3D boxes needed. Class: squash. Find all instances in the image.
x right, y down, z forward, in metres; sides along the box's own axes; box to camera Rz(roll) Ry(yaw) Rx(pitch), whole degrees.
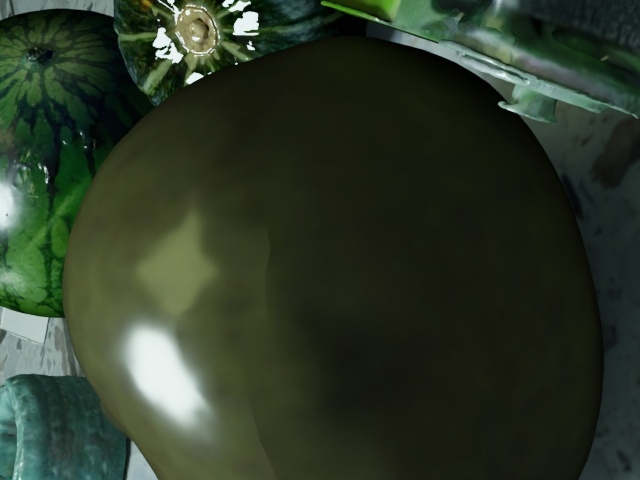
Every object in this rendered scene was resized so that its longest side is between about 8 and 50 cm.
[{"bbox_3d":[-0.078,-0.214,0.970,0.252,0.165,0.252,13,119,25],"label":"squash"}]

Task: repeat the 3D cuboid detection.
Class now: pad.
[{"bbox_3d":[-0.481,0.085,1.685,0.232,0.004,0.156,4,84,56],"label":"pad"}]

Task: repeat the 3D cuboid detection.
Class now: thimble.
[{"bbox_3d":[-0.347,0.289,1.301,0.198,0.143,0.235,-27,60,50],"label":"thimble"}]

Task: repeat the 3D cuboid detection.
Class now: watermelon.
[{"bbox_3d":[-0.286,-0.083,1.142,0.363,0.363,0.363,-22,62,51],"label":"watermelon"}]

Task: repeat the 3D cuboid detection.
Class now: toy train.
[{"bbox_3d":[0.159,-0.147,0.551,0.249,0.307,0.173,42,117,62],"label":"toy train"}]

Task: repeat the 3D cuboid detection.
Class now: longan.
[{"bbox_3d":[0.012,0.057,0.657,0.361,0.361,0.361,-22,62,51],"label":"longan"}]
